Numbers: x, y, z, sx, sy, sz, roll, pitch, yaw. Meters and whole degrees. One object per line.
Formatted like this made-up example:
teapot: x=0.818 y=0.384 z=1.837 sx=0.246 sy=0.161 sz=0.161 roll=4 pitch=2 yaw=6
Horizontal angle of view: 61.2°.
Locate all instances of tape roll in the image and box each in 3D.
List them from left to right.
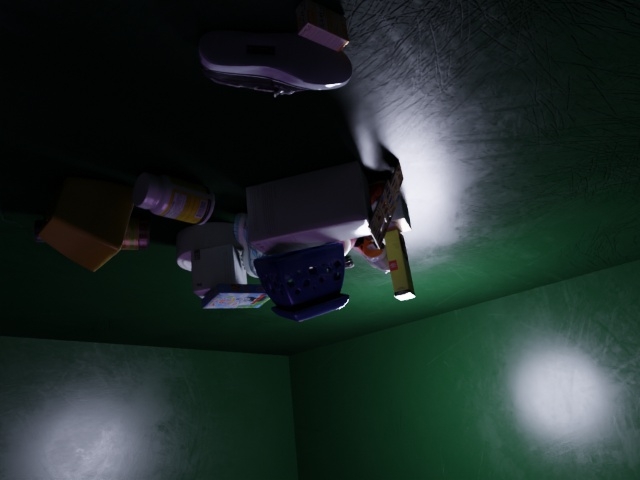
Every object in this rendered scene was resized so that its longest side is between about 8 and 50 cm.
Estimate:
tape roll: x=-0.389 y=0.033 z=2.004 sx=0.286 sy=0.100 sz=0.286 roll=-6 pitch=159 yaw=-2

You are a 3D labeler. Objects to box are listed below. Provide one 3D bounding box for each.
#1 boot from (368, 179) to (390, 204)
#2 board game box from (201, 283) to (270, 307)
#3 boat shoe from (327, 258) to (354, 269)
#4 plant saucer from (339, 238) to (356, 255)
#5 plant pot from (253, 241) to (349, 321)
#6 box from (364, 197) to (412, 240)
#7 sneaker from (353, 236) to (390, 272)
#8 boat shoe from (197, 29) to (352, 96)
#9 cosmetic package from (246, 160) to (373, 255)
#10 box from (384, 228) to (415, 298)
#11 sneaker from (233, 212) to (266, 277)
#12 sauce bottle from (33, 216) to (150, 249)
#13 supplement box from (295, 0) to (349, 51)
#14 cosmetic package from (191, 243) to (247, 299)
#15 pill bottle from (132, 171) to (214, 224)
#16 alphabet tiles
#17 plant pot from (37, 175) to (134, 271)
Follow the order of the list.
boot: x=0.169 y=-0.144 z=1.733 sx=0.157 sy=0.085 sz=0.059 roll=-11 pitch=157 yaw=9
board game box: x=-0.275 y=0.189 z=1.835 sx=0.211 sy=0.039 sz=0.160 roll=4 pitch=154 yaw=-32
boat shoe: x=0.085 y=0.105 z=2.406 sx=0.125 sy=0.038 sz=0.046 roll=-8 pitch=-159 yaw=18
plant saucer: x=-0.020 y=-0.002 z=1.935 sx=0.332 sy=0.084 sz=0.332 roll=-6 pitch=145 yaw=-4
plant pot: x=-0.054 y=0.133 z=1.746 sx=0.235 sy=0.212 sz=0.236 roll=-16 pitch=-175 yaw=-25
box: x=0.220 y=-0.077 z=1.904 sx=0.170 sy=0.091 sz=0.130 roll=-14 pitch=158 yaw=18
sneaker: x=0.194 y=0.048 z=2.020 sx=0.099 sy=0.262 sz=0.121 roll=-34 pitch=114 yaw=1
boat shoe: x=-0.092 y=-0.347 z=1.103 sx=0.306 sy=0.113 sz=0.105 roll=0 pitch=165 yaw=-9
cosmetic package: x=-0.030 y=-0.092 z=1.657 sx=0.365 sy=0.197 sz=0.155 roll=-10 pitch=159 yaw=13
box: x=0.274 y=0.085 z=1.885 sx=0.058 sy=0.232 sz=0.087 roll=-15 pitch=160 yaw=21
sneaker: x=-0.211 y=0.029 z=1.879 sx=0.122 sy=0.110 sz=0.283 roll=3 pitch=135 yaw=19
sauce bottle: x=-0.729 y=-0.024 z=1.745 sx=0.344 sy=0.111 sz=0.111 roll=0 pitch=158 yaw=-19
supplement box: x=0.004 y=-0.410 z=1.032 sx=0.098 sy=0.062 sz=0.036 roll=9 pitch=155 yaw=-36
cosmetic package: x=-0.350 y=0.122 z=1.894 sx=0.151 sy=0.151 sz=0.184 roll=-10 pitch=159 yaw=3
pill bottle: x=-0.424 y=-0.123 z=1.568 sx=0.208 sy=0.119 sz=0.119 roll=15 pitch=150 yaw=-42
alphabet tiles: x=0.204 y=-0.111 z=1.647 sx=0.009 sy=0.237 sz=0.198 roll=18 pitch=166 yaw=21
plant pot: x=-0.679 y=-0.062 z=1.558 sx=0.187 sy=0.212 sz=0.212 roll=25 pitch=145 yaw=-33
